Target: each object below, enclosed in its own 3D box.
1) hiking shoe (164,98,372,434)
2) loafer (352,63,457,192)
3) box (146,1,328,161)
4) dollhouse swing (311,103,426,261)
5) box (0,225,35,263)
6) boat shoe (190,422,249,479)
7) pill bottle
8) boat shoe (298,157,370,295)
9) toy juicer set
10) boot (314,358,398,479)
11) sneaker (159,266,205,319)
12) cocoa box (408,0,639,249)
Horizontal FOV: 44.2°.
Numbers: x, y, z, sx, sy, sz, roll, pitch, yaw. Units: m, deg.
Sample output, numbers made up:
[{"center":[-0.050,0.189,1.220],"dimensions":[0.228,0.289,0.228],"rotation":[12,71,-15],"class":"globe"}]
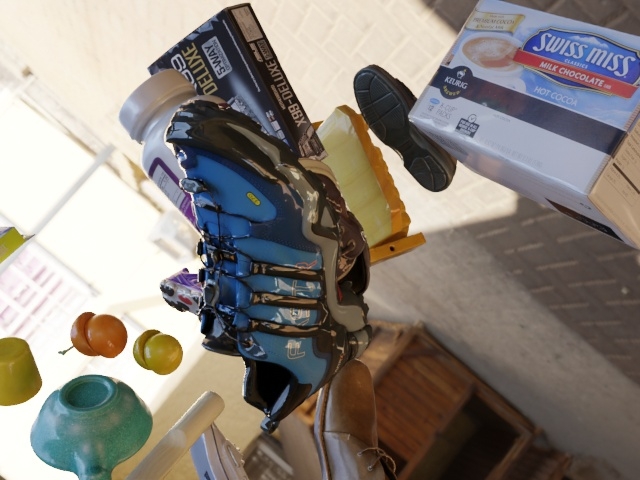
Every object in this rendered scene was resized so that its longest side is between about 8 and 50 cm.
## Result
[{"center":[-0.049,0.031,0.639],"dimensions":[0.113,0.132,0.304],"rotation":[14,143,42],"class":"hiking shoe"},{"center":[0.157,-0.211,1.436],"dimensions":[0.096,0.084,0.268],"rotation":[-24,109,43],"class":"loafer"},{"center":[-0.156,-0.239,1.443],"dimensions":[0.242,0.076,0.308],"rotation":[-21,100,41],"class":"box"},{"center":[0.140,-0.147,1.805],"dimensions":[0.305,0.315,0.347],"rotation":[-33,78,51],"class":"dollhouse swing"},{"center":[-0.621,0.031,1.445],"dimensions":[0.109,0.178,0.042],"rotation":[2,132,48],"class":"box"},{"center":[-0.194,0.451,1.578],"dimensions":[0.095,0.084,0.258],"rotation":[-56,49,42],"class":"boat shoe"},{"center":[-0.163,-0.110,1.195],"dimensions":[0.301,0.169,0.169],"rotation":[48,172,7],"class":"pill bottle"},{"center":[0.000,0.000,0.813],"dimensions":[0.092,0.102,0.285],"rotation":[55,-178,20],"class":"boat shoe"},{"center":[-0.231,0.193,0.910],"dimensions":[0.329,0.209,0.090],"rotation":[29,129,37],"class":"toy juicer set"},{"center":[0.061,0.295,1.045],"dimensions":[0.112,0.306,0.115],"rotation":[23,145,-36],"class":"boot"},{"center":[-0.158,0.075,1.128],"dimensions":[0.169,0.071,0.068],"rotation":[22,142,33],"class":"sneaker"},{"center":[0.359,-0.183,1.183],"dimensions":[0.347,0.228,0.231],"rotation":[34,-176,43],"class":"cocoa box"}]
